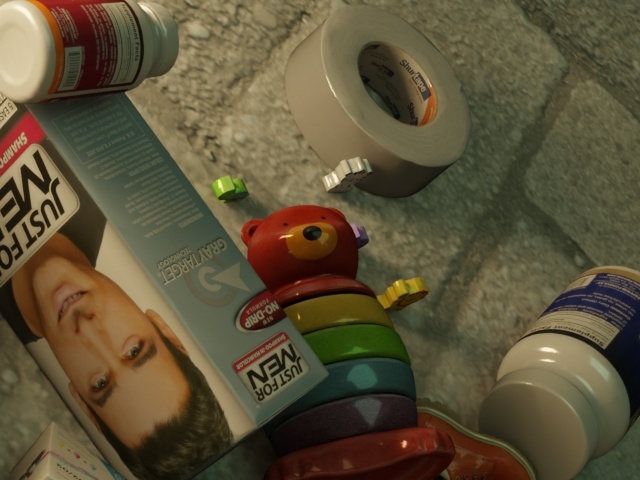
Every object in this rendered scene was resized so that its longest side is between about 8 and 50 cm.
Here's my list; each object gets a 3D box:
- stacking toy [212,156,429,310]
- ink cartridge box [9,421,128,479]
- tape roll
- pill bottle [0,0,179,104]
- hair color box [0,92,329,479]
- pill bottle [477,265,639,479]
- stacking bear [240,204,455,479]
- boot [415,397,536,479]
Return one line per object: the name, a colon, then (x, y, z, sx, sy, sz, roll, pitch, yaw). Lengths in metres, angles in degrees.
stacking toy: (0.000, 0.000, 1.850, 0.221, 0.052, 0.167, -6, 65, -44)
ink cartridge box: (-0.196, 0.223, 1.422, 0.104, 0.061, 0.181, 40, 4, -13)
tape roll: (0.067, -0.160, 2.016, 0.219, 0.072, 0.219, 23, 47, -27)
pill bottle: (-0.196, -0.162, 1.478, 0.152, 0.086, 0.086, -12, 70, -46)
hair color box: (-0.183, 0.029, 1.556, 0.374, 0.185, 0.114, 53, 41, 4)
pill bottle: (0.282, 0.146, 1.919, 0.153, 0.153, 0.265, 50, 41, 0)
stacking bear: (0.004, 0.100, 1.683, 0.175, 0.164, 0.289, -11, 68, -7)
boot: (0.147, 0.234, 1.809, 0.158, 0.059, 0.084, 29, 47, -12)
